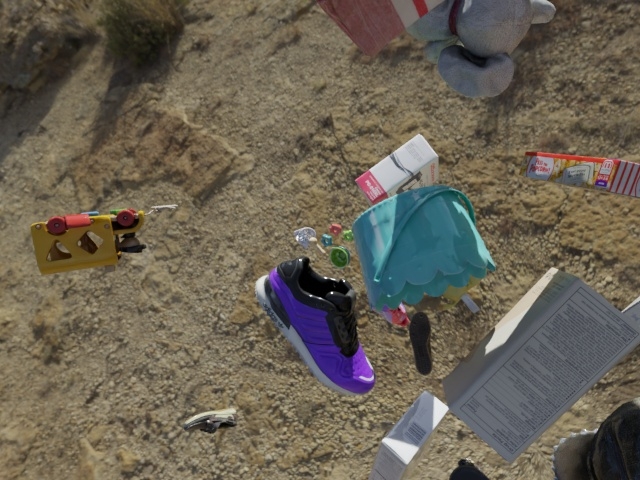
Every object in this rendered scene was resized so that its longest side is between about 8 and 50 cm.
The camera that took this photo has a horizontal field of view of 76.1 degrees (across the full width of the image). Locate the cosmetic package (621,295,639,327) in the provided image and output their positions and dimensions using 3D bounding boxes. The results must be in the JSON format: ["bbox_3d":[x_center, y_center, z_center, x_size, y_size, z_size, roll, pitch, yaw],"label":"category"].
[{"bbox_3d":[0.847,0.111,0.921,0.309,0.160,0.113,-21,61,-30],"label":"cosmetic package"}]

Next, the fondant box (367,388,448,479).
[{"bbox_3d":[0.272,0.665,1.305,0.096,0.331,0.238,34,47,29],"label":"fondant box"}]

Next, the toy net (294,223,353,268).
[{"bbox_3d":[0.000,0.000,1.288,0.232,0.122,0.045,18,30,30],"label":"toy net"}]

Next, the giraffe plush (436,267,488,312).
[{"bbox_3d":[0.352,0.073,1.105,0.181,0.211,0.170,-23,14,12],"label":"giraffe plush"}]

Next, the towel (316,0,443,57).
[{"bbox_3d":[0.159,-0.312,0.408,0.328,0.237,0.037,-28,91,23],"label":"towel"}]

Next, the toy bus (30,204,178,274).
[{"bbox_3d":[-0.375,0.002,0.704,0.201,0.191,0.105,-1,99,25],"label":"toy bus"}]

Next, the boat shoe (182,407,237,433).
[{"bbox_3d":[-0.276,0.467,1.046,0.056,0.152,0.049,-48,54,31],"label":"boat shoe"}]

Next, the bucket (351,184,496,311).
[{"bbox_3d":[0.205,0.020,0.857,0.280,0.281,0.183,-23,72,16],"label":"bucket"}]

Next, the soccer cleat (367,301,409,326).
[{"bbox_3d":[0.267,0.256,1.540,0.108,0.318,0.116,-45,64,1],"label":"soccer cleat"}]

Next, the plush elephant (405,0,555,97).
[{"bbox_3d":[0.273,-0.408,0.702,0.329,0.272,0.255,-30,58,-29],"label":"plush elephant"}]

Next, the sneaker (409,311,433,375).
[{"bbox_3d":[0.308,0.317,1.256,0.066,0.071,0.189,-2,71,13],"label":"sneaker"}]

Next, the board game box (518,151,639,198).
[{"bbox_3d":[0.434,-0.098,0.634,0.193,0.146,0.045,-122,42,-72],"label":"board game box"}]

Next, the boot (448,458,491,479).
[{"bbox_3d":[0.311,0.504,0.800,0.091,0.229,0.263,-32,91,5],"label":"boot"}]

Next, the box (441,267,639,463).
[{"bbox_3d":[0.376,0.215,0.726,0.148,0.121,0.311,42,101,5],"label":"box"}]

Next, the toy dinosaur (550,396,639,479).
[{"bbox_3d":[0.310,0.217,0.373,0.120,0.314,0.160,-10,43,-8],"label":"toy dinosaur"}]

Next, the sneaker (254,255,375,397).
[{"bbox_3d":[0.021,0.149,0.737,0.146,0.102,0.293,-40,94,27],"label":"sneaker"}]

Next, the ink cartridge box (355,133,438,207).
[{"bbox_3d":[0.245,-0.193,1.273,0.237,0.172,0.100,-35,70,6],"label":"ink cartridge box"}]
